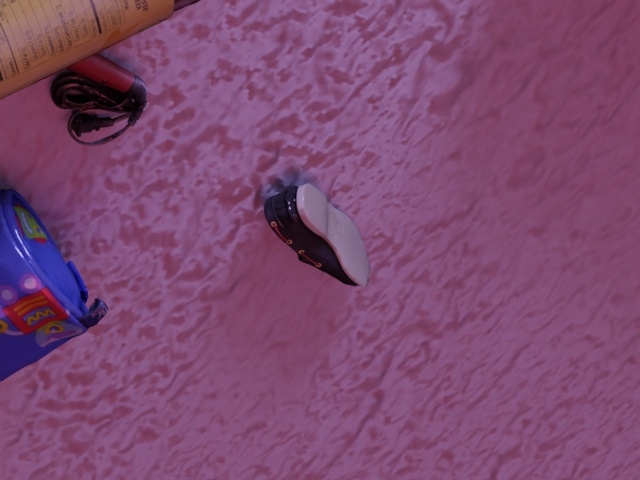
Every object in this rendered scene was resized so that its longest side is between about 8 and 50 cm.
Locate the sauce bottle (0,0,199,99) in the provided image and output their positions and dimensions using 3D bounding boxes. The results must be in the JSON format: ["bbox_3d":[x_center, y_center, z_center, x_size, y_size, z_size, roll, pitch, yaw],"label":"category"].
[{"bbox_3d":[-0.240,-0.137,1.089,0.344,0.111,0.111,-27,132,-15],"label":"sauce bottle"}]

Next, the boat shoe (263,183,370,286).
[{"bbox_3d":[0.000,-0.002,1.380,0.042,0.049,0.133,-14,144,26],"label":"boat shoe"}]

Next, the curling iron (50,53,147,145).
[{"bbox_3d":[-0.232,-0.142,1.177,0.274,0.035,0.068,30,111,-37],"label":"curling iron"}]

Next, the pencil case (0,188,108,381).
[{"bbox_3d":[-0.312,0.088,1.270,0.306,0.119,0.133,-34,142,5],"label":"pencil case"}]
